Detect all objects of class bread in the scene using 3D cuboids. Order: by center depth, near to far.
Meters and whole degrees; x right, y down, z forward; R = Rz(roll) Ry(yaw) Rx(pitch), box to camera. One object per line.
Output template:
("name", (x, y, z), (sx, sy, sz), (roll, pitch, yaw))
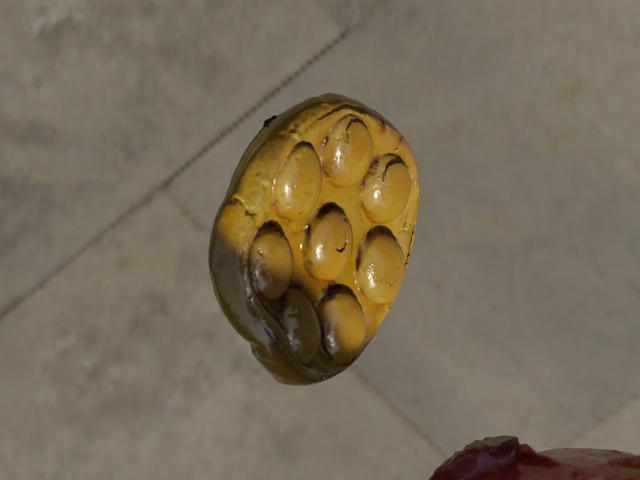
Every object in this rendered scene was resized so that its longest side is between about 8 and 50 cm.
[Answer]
("bread", (0.000, 0.000, 0.704), (0.024, 0.110, 0.110), (16, 126, 34))

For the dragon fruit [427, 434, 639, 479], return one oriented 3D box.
("dragon fruit", (0.105, 0.174, 0.792), (0.205, 0.268, 0.210), (-13, 96, 27))
